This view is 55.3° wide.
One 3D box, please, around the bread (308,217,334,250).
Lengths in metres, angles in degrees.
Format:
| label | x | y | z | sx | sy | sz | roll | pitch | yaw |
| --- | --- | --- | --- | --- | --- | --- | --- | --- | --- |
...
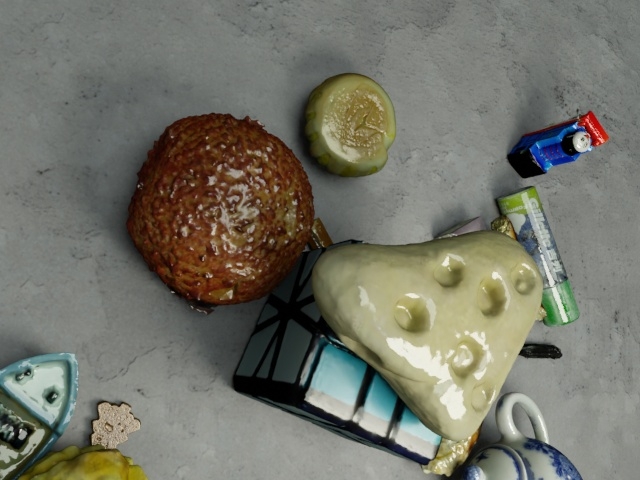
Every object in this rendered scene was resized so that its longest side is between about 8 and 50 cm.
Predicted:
| label | x | y | z | sx | sy | sz | roll | pitch | yaw |
| --- | --- | --- | --- | --- | --- | --- | --- | --- | --- |
| bread | 0.000 | 0.000 | 1.206 | 0.047 | 0.036 | 0.083 | -36 | 102 | -31 |

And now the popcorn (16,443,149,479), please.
| label | x | y | z | sx | sy | sz | roll | pitch | yaw |
| --- | --- | --- | --- | --- | --- | --- | --- | --- | --- |
| popcorn | -0.345 | 0.437 | 0.861 | 0.252 | 0.215 | 0.286 | -16 | 95 | -35 |

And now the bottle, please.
| label | x | y | z | sx | sy | sz | roll | pitch | yaw |
| --- | --- | --- | --- | --- | --- | --- | --- | --- | --- |
| bottle | 0.518 | 0.039 | 1.448 | 0.093 | 0.093 | 0.330 | -24 | 94 | -29 |

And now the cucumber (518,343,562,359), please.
| label | x | y | z | sx | sy | sz | roll | pitch | yaw |
| --- | --- | --- | --- | --- | --- | --- | --- | --- | --- |
| cucumber | 0.498 | 0.264 | 1.440 | 0.163 | 0.043 | 0.039 | 7 | 122 | -25 |

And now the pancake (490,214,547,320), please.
| label | x | y | z | sx | sy | sz | roll | pitch | yaw |
| --- | --- | --- | --- | --- | --- | --- | --- | --- | --- |
| pancake | 0.438 | 0.057 | 1.373 | 0.257 | 0.056 | 0.212 | 47 | 25 | -56 |

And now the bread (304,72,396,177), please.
| label | x | y | z | sx | sy | sz | roll | pitch | yaw |
| --- | --- | --- | --- | --- | --- | --- | --- | --- | --- |
| bread | 0.054 | -0.229 | 1.228 | 0.213 | 0.105 | 0.213 | 2 | 84 | -26 |

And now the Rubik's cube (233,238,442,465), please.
| label | x | y | z | sx | sy | sz | roll | pitch | yaw |
| --- | --- | --- | --- | --- | --- | --- | --- | --- | --- |
| Rubik's cube | 0.056 | 0.190 | 1.069 | 0.283 | 0.293 | 0.288 | 30 | 68 | -19 |

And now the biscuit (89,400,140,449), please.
| label | x | y | z | sx | sy | sz | roll | pitch | yaw |
| --- | --- | --- | --- | --- | --- | --- | --- | --- | --- |
| biscuit | -0.339 | 0.306 | 0.990 | 0.082 | 0.016 | 0.092 | 37 | 69 | -25 |

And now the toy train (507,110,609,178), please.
| label | x | y | z | sx | sy | sz | roll | pitch | yaw |
| --- | --- | --- | --- | --- | --- | --- | --- | --- | --- |
| toy train | 0.557 | -0.224 | 1.445 | 0.131 | 0.204 | 0.082 | -44 | 104 | -21 |

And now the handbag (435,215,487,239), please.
| label | x | y | z | sx | sy | sz | roll | pitch | yaw |
| --- | --- | --- | --- | --- | --- | --- | --- | --- | --- |
| handbag | 0.344 | 0.043 | 1.354 | 0.117 | 0.095 | 0.173 | -27 | 93 | -30 |

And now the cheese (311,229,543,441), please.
| label | x | y | z | sx | sy | sz | roll | pitch | yaw |
| --- | --- | --- | --- | --- | --- | --- | --- | --- | --- |
| cheese | 0.177 | 0.070 | 0.916 | 0.351 | 0.130 | 0.328 | 47 | 67 | -17 |

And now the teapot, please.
| label | x | y | z | sx | sy | sz | roll | pitch | yaw |
| --- | --- | --- | --- | --- | --- | --- | --- | --- | --- |
| teapot | 0.383 | 0.507 | 1.215 | 0.280 | 0.252 | 0.424 | 33 | 56 | -24 |

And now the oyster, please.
| label | x | y | z | sx | sy | sz | roll | pitch | yaw |
| --- | --- | --- | --- | --- | --- | --- | --- | --- | --- |
| oyster | 0.280 | 0.319 | 1.279 | 0.275 | 0.100 | 0.271 | -20 | 77 | -25 |

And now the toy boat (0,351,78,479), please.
| label | x | y | z | sx | sy | sz | roll | pitch | yaw |
| --- | --- | --- | --- | --- | --- | --- | --- | --- | --- |
| toy boat | -0.470 | 0.288 | 0.856 | 0.145 | 0.133 | 0.332 | 47 | 64 | -14 |

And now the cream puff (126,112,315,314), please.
| label | x | y | z | sx | sy | sz | roll | pitch | yaw |
| --- | --- | --- | --- | --- | --- | --- | --- | --- | --- |
| cream puff | -0.151 | -0.057 | 1.026 | 0.350 | 0.229 | 0.350 | 6 | 79 | -30 |
